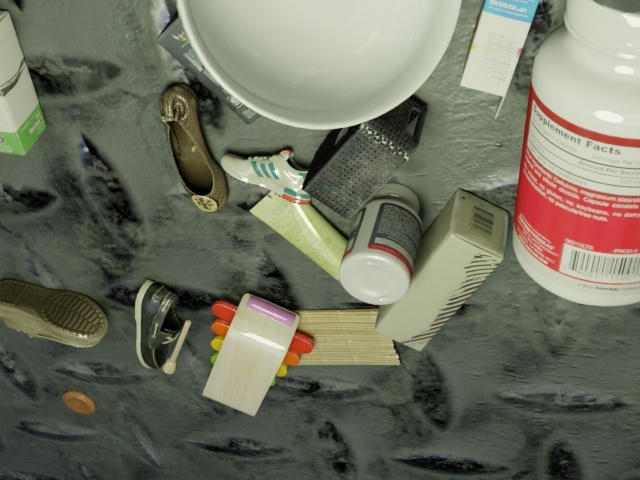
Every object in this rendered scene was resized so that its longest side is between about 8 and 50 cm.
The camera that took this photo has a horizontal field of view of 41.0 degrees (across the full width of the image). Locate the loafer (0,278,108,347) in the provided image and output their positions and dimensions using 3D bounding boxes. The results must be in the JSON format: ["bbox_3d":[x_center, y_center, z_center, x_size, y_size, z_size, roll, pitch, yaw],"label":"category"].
[{"bbox_3d":[-0.552,0.156,1.755,0.268,0.102,0.092,19,138,15],"label":"loafer"}]

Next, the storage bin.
[{"bbox_3d":[0.062,-0.132,1.233,0.084,0.122,0.180,33,135,-13],"label":"storage bin"}]

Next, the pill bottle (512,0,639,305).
[{"bbox_3d":[0.366,-0.131,1.049,0.229,0.229,0.407,8,134,13],"label":"pill bottle"}]

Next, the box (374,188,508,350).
[{"bbox_3d":[0.190,0.054,1.376,0.094,0.113,0.275,25,137,-6],"label":"box"}]

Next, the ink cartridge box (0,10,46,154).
[{"bbox_3d":[-0.549,-0.253,1.354,0.160,0.092,0.219,8,134,12],"label":"ink cartridge box"}]

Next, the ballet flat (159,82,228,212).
[{"bbox_3d":[-0.207,-0.134,1.372,0.084,0.058,0.250,5,134,16],"label":"ballet flat"}]

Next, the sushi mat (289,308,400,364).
[{"bbox_3d":[-0.010,0.189,1.644,0.316,0.019,0.151,-3,132,22],"label":"sushi mat"}]

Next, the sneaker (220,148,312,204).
[{"bbox_3d":[-0.077,-0.119,1.355,0.161,0.057,0.075,24,111,7],"label":"sneaker"}]

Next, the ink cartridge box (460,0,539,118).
[{"bbox_3d":[0.221,-0.256,1.068,0.061,0.104,0.181,16,136,5],"label":"ink cartridge box"}]

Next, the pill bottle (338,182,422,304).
[{"bbox_3d":[0.099,-0.001,1.305,0.108,0.180,0.108,10,135,10],"label":"pill bottle"}]

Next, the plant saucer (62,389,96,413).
[{"bbox_3d":[-0.576,0.388,2.042,0.083,0.013,0.083,10,136,10],"label":"plant saucer"}]

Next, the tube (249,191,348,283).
[{"bbox_3d":[0.000,0.000,1.435,0.240,0.070,0.062,40,169,-14],"label":"tube"}]

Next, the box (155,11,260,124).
[{"bbox_3d":[-0.088,-0.287,1.181,0.183,0.059,0.233,41,133,-21],"label":"box"}]

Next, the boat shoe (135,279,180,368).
[{"bbox_3d":[-0.318,0.180,1.699,0.079,0.084,0.233,15,133,6],"label":"boat shoe"}]

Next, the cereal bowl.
[{"bbox_3d":[-0.010,-0.308,1.018,0.339,0.141,0.339,-4,107,-13],"label":"cereal bowl"}]

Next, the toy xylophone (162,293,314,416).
[{"bbox_3d":[-0.168,0.224,1.661,0.236,0.081,0.322,29,135,-8],"label":"toy xylophone"}]
